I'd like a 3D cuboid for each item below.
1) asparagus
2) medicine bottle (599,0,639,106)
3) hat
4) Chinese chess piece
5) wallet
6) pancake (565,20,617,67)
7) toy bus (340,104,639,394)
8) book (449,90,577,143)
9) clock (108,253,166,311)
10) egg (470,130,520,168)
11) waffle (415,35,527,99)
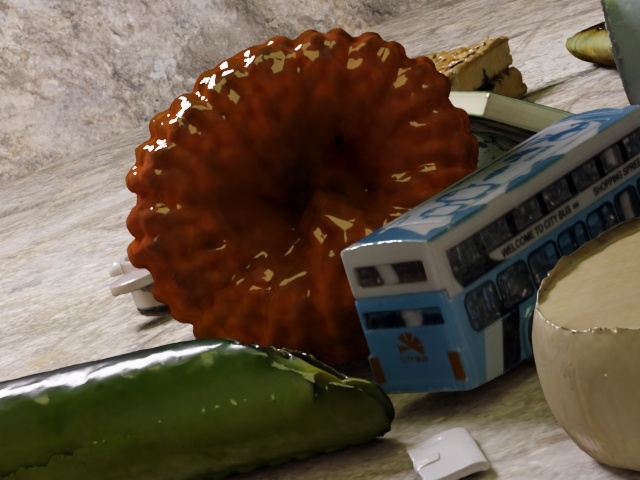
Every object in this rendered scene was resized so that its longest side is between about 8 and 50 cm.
[{"bbox_3d":[-0.120,0.129,1.424,0.382,0.108,0.128,-14,11,19],"label":"asparagus"},{"bbox_3d":[0.399,-0.195,1.693,0.290,0.245,0.245,-15,12,18],"label":"medicine bottle"},{"bbox_3d":[0.000,0.000,1.665,0.285,0.285,0.400,-20,-15,0],"label":"hat"},{"bbox_3d":[0.248,0.045,1.182,0.250,0.103,0.250,-19,12,4],"label":"Chinese chess piece"},{"bbox_3d":[0.080,0.138,1.261,0.044,0.011,0.083,-21,12,-2],"label":"wallet"},{"bbox_3d":[0.463,-0.265,2.441,0.305,0.067,0.427,-20,7,-41],"label":"pancake"},{"bbox_3d":[0.150,0.007,1.458,0.106,0.131,0.297,-8,17,45],"label":"toy bus"},{"bbox_3d":[0.200,-0.111,1.936,0.202,0.027,0.264,14,1,-18],"label":"book"},{"bbox_3d":[-0.130,0.023,2.065,0.155,0.063,0.229,-14,10,42],"label":"clock"},{"bbox_3d":[0.153,-0.063,1.909,0.110,0.085,0.085,-13,7,-25],"label":"egg"},{"bbox_3d":[0.079,-0.162,2.497,0.308,0.091,0.213,-13,13,32],"label":"waffle"}]
